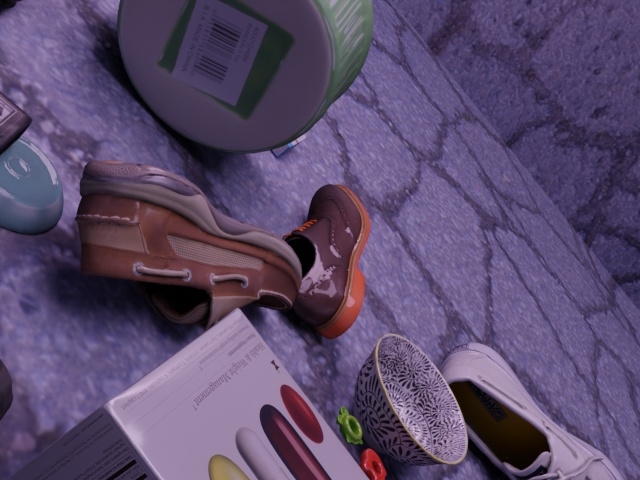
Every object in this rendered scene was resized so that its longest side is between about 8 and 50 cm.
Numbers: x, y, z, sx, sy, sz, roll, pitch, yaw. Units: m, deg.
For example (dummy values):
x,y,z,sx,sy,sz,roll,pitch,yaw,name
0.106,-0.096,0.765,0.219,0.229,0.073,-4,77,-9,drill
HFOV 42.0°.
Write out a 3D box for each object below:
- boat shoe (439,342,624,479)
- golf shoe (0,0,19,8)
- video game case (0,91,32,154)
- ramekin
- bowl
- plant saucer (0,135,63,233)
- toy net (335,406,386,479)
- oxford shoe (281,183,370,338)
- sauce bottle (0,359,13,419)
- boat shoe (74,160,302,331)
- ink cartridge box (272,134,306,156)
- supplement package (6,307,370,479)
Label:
x,y,z,sx,sy,sz,roll,pitch,yaw,name
0.299,0.309,1.155,0.367,0.136,0.156,50,24,-1,boat shoe
-0.382,-0.340,0.885,0.198,0.077,0.094,55,18,-23,golf shoe
-0.381,-0.126,0.612,0.275,0.035,0.248,41,26,-15,video game case
-0.096,-0.254,1.015,0.303,0.303,0.148,46,33,-16,ramekin
0.092,0.203,0.990,0.170,0.080,0.170,41,28,-27,bowl
-0.277,-0.061,0.752,0.119,0.021,0.119,41,27,-26,plant saucer
0.041,0.285,0.839,0.122,0.045,0.232,7,52,-61,toy net
0.000,0.000,1.084,0.098,0.097,0.271,34,30,-24,oxford shoe
-0.261,0.157,0.383,0.111,0.111,0.344,47,25,-13,sauce bottle
-0.126,0.029,0.820,0.324,0.123,0.116,33,64,-55,boat shoe
-0.057,-0.160,1.271,0.048,0.028,0.083,53,24,-2,ink cartridge box
-0.086,0.193,0.600,0.203,0.149,0.194,53,24,1,supplement package
